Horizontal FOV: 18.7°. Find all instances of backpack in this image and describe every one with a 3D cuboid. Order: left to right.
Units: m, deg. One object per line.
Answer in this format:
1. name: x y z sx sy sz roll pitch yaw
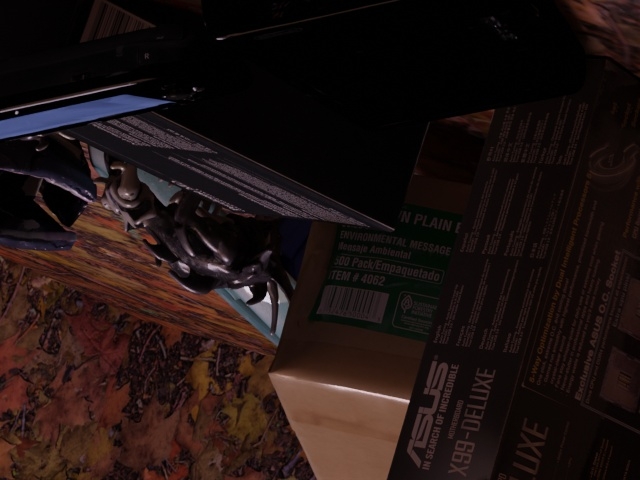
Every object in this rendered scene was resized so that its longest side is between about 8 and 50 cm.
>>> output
1. backpack: 0.000 0.000 1.702 0.101 0.098 0.120 43 176 -12

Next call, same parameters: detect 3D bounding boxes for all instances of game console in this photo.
1. game console: -0.058 -0.082 0.989 0.361 0.044 0.213 -9 168 20

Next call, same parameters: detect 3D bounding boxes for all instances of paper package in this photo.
1. paper package: 0.154 0.097 1.377 0.324 0.168 0.309 11 158 13

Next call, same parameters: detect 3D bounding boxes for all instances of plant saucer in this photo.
1. plant saucer: -0.098 0.005 1.711 0.317 0.044 0.317 43 175 5

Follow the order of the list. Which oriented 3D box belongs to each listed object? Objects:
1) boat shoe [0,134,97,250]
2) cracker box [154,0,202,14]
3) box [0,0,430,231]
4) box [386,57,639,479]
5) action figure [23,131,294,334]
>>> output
1. boat shoe: -0.344 -0.092 1.664 0.340 0.127 0.158 15 -159 -30
2. cracker box: -0.128 -0.183 0.886 0.155 0.067 0.232 17 171 14
3. box: -0.087 -0.101 1.209 0.261 0.103 0.184 25 167 -36
4. box: 0.163 0.084 1.093 0.076 0.307 0.242 5 164 46
5. action figure: -0.105 -0.052 1.463 0.275 0.141 0.164 38 165 -14
